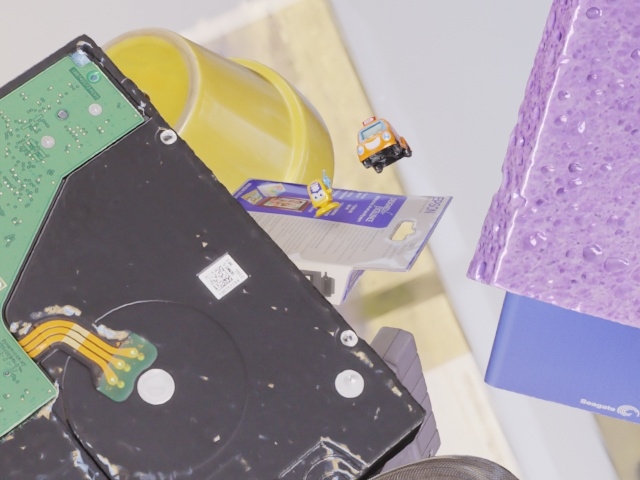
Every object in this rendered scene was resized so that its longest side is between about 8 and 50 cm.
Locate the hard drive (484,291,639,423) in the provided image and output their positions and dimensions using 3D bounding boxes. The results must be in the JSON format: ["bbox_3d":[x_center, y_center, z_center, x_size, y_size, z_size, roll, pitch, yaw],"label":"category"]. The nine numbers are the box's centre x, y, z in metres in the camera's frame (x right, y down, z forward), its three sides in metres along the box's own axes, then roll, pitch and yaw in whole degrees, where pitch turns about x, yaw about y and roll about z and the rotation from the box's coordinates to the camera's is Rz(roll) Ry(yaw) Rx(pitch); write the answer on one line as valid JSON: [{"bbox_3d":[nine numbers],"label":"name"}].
[{"bbox_3d":[0.310,0.083,1.672,0.318,0.210,0.040,95,-169,-50],"label":"hard drive"}]

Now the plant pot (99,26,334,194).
[{"bbox_3d":[-0.145,-0.105,1.620,0.239,0.254,0.254,38,-157,-58],"label":"plant pot"}]

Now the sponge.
[{"bbox_3d":[0.167,-0.062,0.855,0.031,0.117,0.210,25,99,63],"label":"sponge"}]

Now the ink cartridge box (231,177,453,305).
[{"bbox_3d":[0.000,0.000,1.342,0.206,0.208,0.045,-50,-38,-65],"label":"ink cartridge box"}]

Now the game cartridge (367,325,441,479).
[{"bbox_3d":[0.034,0.297,1.726,0.068,0.355,0.230,16,142,25],"label":"game cartridge"}]

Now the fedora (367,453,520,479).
[{"bbox_3d":[0.094,0.287,1.087,0.124,0.275,0.243,32,-123,-26],"label":"fedora"}]

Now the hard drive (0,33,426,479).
[{"bbox_3d":[-0.133,0.061,0.919,0.339,0.237,0.064,47,160,13],"label":"hard drive"}]

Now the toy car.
[{"bbox_3d":[0.020,-0.063,1.221,0.060,0.122,0.040,-6,-112,-55],"label":"toy car"}]
